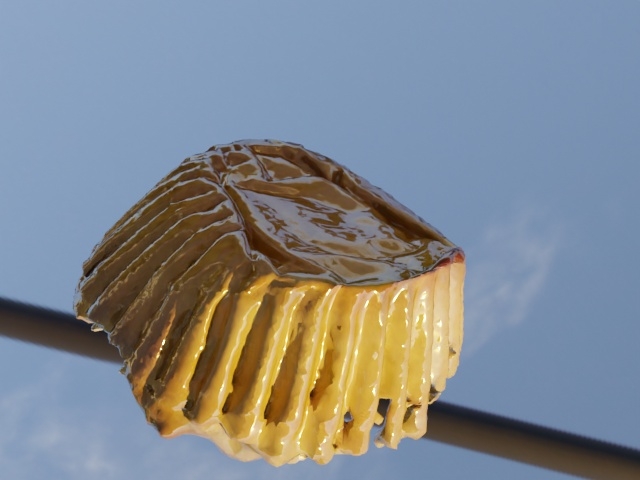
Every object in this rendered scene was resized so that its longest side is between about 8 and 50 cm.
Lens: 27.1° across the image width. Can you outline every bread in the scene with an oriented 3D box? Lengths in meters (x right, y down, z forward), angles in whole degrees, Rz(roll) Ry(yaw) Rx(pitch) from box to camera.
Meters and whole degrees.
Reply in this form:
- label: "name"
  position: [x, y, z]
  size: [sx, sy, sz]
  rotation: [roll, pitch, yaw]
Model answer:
- label: "bread"
  position: [-0.029, 0.030, 0.902]
  size: [0.274, 0.274, 0.149]
  rotation: [28, -61, 31]
